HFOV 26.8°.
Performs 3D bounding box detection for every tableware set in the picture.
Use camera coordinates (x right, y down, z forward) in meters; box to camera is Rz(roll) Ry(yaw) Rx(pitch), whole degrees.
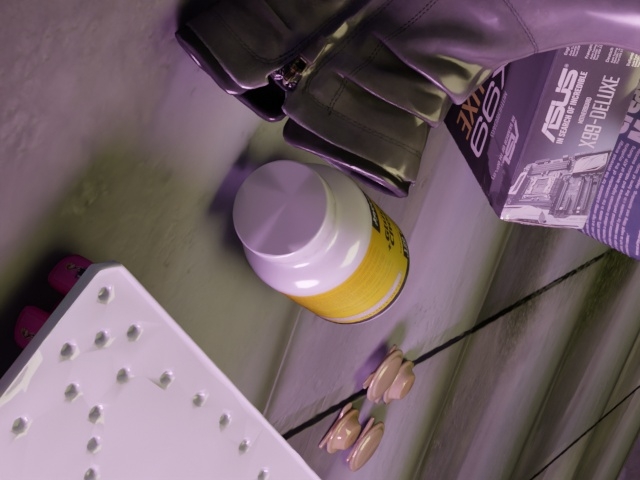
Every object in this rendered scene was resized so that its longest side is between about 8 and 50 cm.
[{"bbox_3d":[0.057,0.185,1.474,0.141,0.020,0.169,-56,157,-5],"label":"tableware set"}]

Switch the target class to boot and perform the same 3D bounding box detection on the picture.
[{"bbox_3d":[0.097,-0.117,0.848,0.223,0.338,0.118,-61,168,-7],"label":"boot"}]

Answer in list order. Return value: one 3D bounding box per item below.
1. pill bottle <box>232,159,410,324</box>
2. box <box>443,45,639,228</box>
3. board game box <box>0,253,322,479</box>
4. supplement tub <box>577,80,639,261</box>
[{"bbox_3d":[0.000,0.000,1.048,0.103,0.103,0.184,-59,157,-3],"label":"pill bottle"},{"bbox_3d":[0.182,-0.199,1.044,0.242,0.076,0.307,-107,-151,-57],"label":"box"},{"bbox_3d":[-0.182,0.256,0.933,0.390,0.050,0.390,-54,141,-16],"label":"board game box"},{"bbox_3d":[0.314,-0.090,1.364,0.191,0.272,0.191,-45,152,-33],"label":"supplement tub"}]
